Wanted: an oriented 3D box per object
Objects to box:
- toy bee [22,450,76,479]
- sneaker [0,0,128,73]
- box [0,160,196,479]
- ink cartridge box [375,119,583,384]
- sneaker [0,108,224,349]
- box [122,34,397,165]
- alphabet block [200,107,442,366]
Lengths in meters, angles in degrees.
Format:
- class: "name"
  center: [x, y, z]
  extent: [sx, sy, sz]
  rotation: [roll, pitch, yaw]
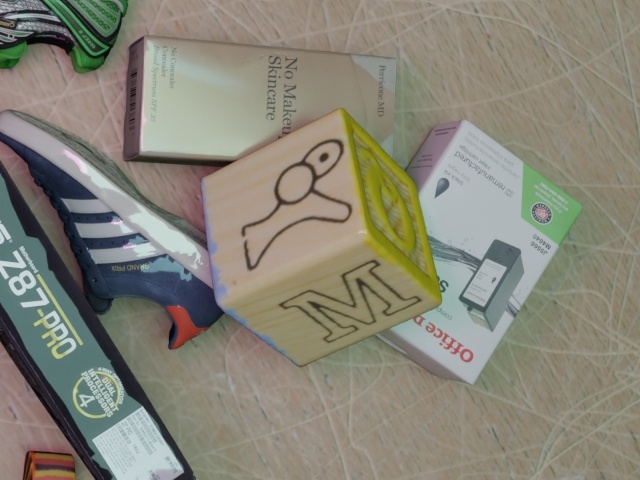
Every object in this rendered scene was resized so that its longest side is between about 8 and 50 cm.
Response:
- class: "toy bee"
  center: [-0.307, 0.396, 1.630]
  extent: [0.195, 0.162, 0.298]
  rotation: [-15, 94, -19]
- class: "sneaker"
  center: [-0.387, -0.277, 1.616]
  extent: [0.343, 0.134, 0.146]
  rotation: [11, 88, -18]
- class: "box"
  center: [-0.298, 0.097, 1.549]
  extent: [0.097, 0.318, 0.395]
  rotation: [-33, 98, -15]
- class: "ink cartridge box"
  center: [0.168, 0.016, 1.799]
  extent: [0.198, 0.115, 0.273]
  rotation: [35, 81, -14]
- class: "sneaker"
  center: [-0.260, -0.005, 1.666]
  extent: [0.350, 0.131, 0.148]
  rotation: [39, 97, -6]
- class: "box"
  center: [-0.073, -0.158, 1.720]
  extent: [0.311, 0.121, 0.148]
  rotation: [1, 90, -17]
- class: "alphabet block"
  center: [0.000, 0.000, 1.642]
  extent: [0.193, 0.197, 0.192]
  rotation: [40, 32, -49]
